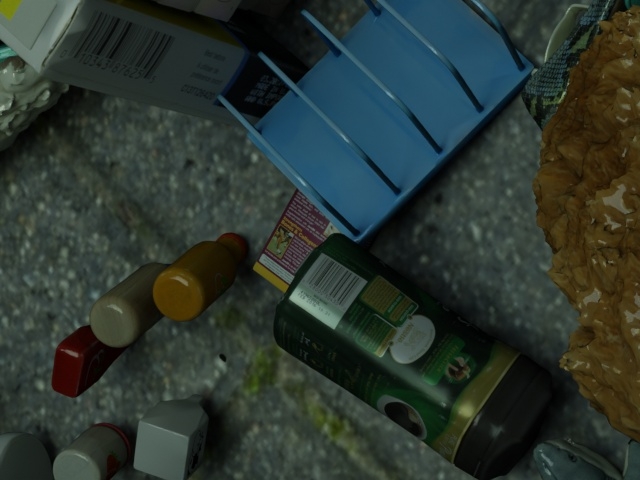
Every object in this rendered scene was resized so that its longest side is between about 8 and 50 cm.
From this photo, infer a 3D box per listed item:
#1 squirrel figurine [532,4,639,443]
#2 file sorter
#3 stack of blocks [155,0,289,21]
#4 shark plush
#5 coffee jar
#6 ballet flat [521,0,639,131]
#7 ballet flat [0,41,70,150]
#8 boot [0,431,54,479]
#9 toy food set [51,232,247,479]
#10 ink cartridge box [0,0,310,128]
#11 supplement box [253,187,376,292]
[{"bbox_3d":[0.285,-0.076,1.005,0.397,0.281,0.370,-15,73,23],"label":"squirrel figurine"},{"bbox_3d":[0.033,-0.105,1.215,0.170,0.104,0.118,-45,66,2],"label":"file sorter"},{"bbox_3d":[-0.107,-0.227,1.213,0.171,0.297,0.087,41,105,24],"label":"stack of blocks"},{"bbox_3d":[0.182,0.200,1.162,0.073,0.067,0.161,-22,77,27],"label":"shark plush"},{"bbox_3d":[0.062,0.078,1.201,0.184,0.096,0.079,34,70,11],"label":"coffee jar"},{"bbox_3d":[0.189,-0.150,1.180,0.070,0.070,0.188,39,103,25],"label":"ballet flat"},{"bbox_3d":[-0.338,-0.096,1.456,0.409,0.147,0.147,-1,87,33],"label":"ballet flat"},{"bbox_3d":[-0.275,0.272,1.405,0.123,0.095,0.258,1,85,30],"label":"boot"},{"bbox_3d":[-0.124,0.102,1.345,0.111,0.104,0.232,16,114,16],"label":"toy food set"},{"bbox_3d":[-0.184,-0.197,1.253,0.307,0.303,0.072,43,106,23],"label":"ink cartridge box"},{"bbox_3d":[0.000,0.000,1.289,0.055,0.043,0.083,37,106,25],"label":"supplement box"}]
